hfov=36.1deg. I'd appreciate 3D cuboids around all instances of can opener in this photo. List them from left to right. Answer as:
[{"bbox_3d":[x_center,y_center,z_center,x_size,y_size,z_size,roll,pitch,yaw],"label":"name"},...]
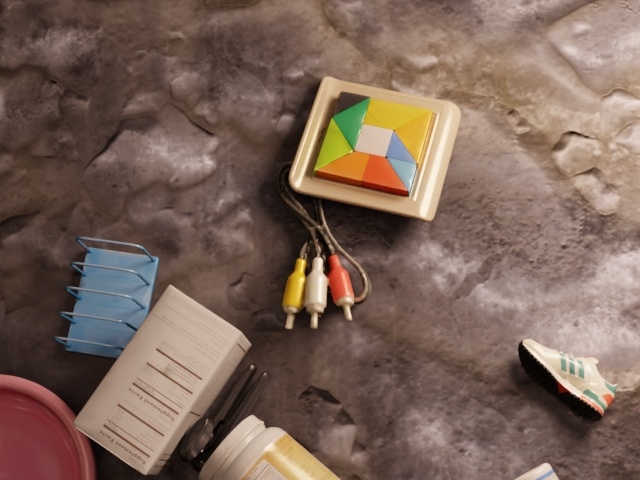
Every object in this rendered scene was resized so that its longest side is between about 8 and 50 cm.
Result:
[{"bbox_3d":[-0.139,0.269,1.487,0.059,0.073,0.186,35,70,15],"label":"can opener"}]

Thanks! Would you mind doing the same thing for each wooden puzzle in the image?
[{"bbox_3d":[0.090,-0.154,1.575,0.239,0.044,0.221,15,66,7],"label":"wooden puzzle"}]

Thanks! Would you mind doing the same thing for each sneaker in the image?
[{"bbox_3d":[0.374,0.195,1.479,0.161,0.057,0.075,40,64,14],"label":"sneaker"}]

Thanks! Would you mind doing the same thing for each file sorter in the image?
[{"bbox_3d":[-0.335,0.090,1.523,0.118,0.104,0.170,8,76,6],"label":"file sorter"}]

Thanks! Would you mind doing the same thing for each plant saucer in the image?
[{"bbox_3d":[-0.492,0.370,1.468,0.332,0.084,0.332,-1,74,3],"label":"plant saucer"}]

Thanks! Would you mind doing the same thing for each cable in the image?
[{"bbox_3d":[0.000,0.000,1.540,0.139,0.072,0.287,-8,74,3],"label":"cable"}]

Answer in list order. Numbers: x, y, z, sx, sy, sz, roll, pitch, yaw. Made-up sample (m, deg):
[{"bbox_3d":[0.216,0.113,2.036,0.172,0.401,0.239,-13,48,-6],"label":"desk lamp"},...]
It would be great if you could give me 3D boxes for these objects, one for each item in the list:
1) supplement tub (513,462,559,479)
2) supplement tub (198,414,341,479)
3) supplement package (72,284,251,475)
[{"bbox_3d":[0.327,0.383,1.416,0.071,0.071,0.107,-29,74,-4],"label":"supplement tub"},{"bbox_3d":[-0.061,0.361,1.410,0.200,0.144,0.144,38,81,13],"label":"supplement tub"},{"bbox_3d":[-0.231,0.212,1.464,0.134,0.139,0.244,32,79,10],"label":"supplement package"}]
